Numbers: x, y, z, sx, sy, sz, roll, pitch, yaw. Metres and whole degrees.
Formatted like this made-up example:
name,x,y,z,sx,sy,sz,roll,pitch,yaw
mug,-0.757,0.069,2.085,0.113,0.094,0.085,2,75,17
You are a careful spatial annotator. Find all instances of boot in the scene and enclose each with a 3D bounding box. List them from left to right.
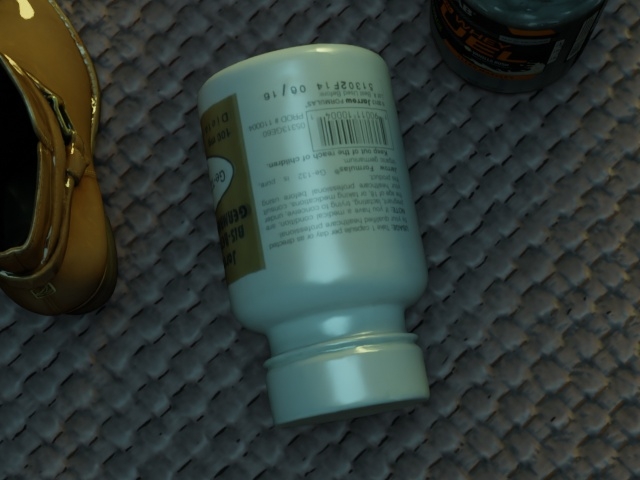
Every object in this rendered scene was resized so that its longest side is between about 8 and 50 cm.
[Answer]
name,x,y,z,sx,sy,sz,roll,pitch,yaw
boot,-0.209,-0.089,0.843,0.109,0.220,0.283,-13,79,0

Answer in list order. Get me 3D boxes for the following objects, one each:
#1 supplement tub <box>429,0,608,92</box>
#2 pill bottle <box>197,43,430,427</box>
name,x,y,z,sx,sy,sz,roll,pitch,yaw
supplement tub,0.132,-0.175,0.863,0.117,0.190,0.117,0,79,2
pill bottle,0.000,0.000,0.865,0.131,0.131,0.229,-10,79,0
